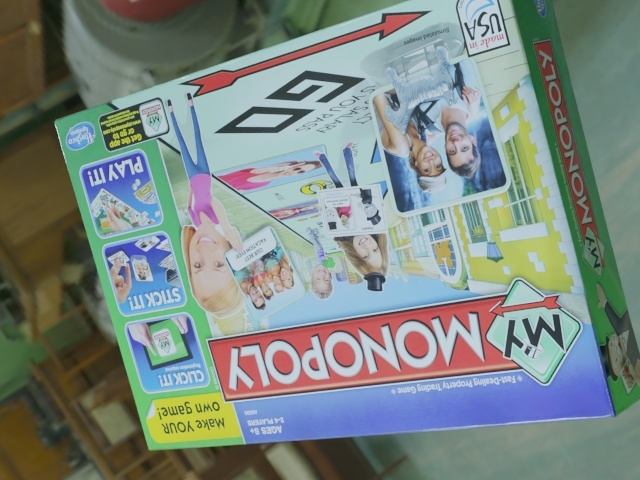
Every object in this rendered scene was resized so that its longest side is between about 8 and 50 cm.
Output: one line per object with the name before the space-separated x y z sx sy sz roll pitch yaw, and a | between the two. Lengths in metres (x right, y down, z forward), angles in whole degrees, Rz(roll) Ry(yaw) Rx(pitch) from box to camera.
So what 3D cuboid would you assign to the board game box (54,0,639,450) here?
board game box | 0.000 0.000 0.672 0.317 0.046 0.213 -12 95 38
